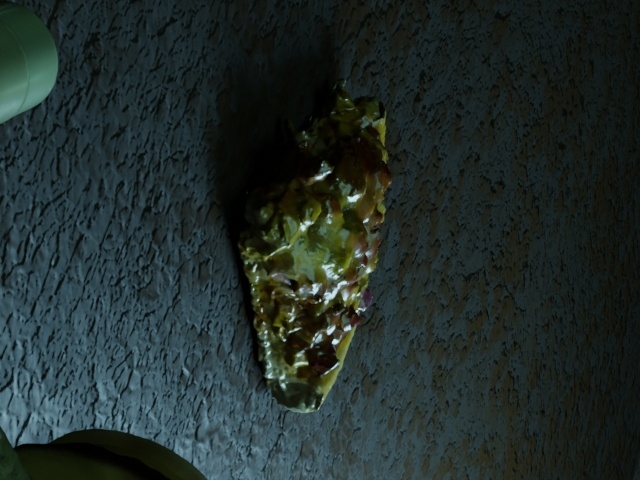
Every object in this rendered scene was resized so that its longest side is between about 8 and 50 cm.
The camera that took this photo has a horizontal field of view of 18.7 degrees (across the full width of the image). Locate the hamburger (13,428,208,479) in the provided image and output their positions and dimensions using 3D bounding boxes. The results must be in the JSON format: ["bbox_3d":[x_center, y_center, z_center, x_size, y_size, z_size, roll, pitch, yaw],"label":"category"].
[{"bbox_3d":[-0.143,0.262,1.229,0.237,0.276,0.276,38,65,-76],"label":"hamburger"}]

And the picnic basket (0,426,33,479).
[{"bbox_3d":[-0.259,0.192,1.039,0.134,0.154,0.196,72,33,-54],"label":"picnic basket"}]

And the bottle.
[{"bbox_3d":[-0.230,-0.082,1.087,0.201,0.072,0.072,-36,132,-58],"label":"bottle"}]

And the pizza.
[{"bbox_3d":[0.000,0.000,1.632,0.229,0.081,0.289,26,77,-65],"label":"pizza"}]
